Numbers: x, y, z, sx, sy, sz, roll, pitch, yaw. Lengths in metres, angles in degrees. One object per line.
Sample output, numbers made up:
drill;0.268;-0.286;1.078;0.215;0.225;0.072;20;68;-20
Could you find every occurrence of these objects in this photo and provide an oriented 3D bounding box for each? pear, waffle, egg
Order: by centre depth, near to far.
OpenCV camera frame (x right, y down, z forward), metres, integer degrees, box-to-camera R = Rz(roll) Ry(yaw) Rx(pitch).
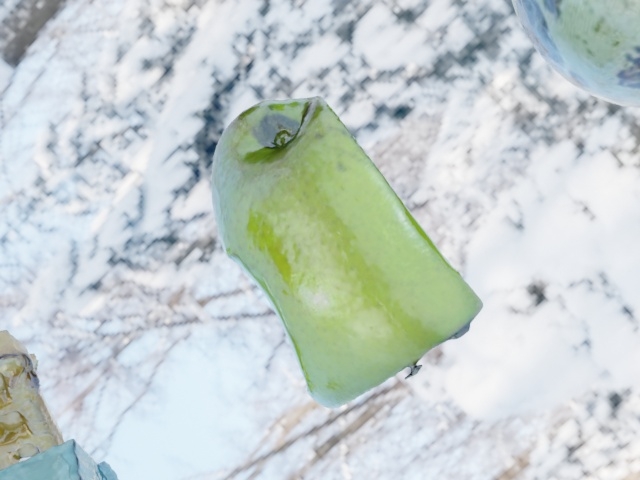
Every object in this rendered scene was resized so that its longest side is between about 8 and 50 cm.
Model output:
pear;0.000;0.000;1.164;0.281;0.176;0.286;54;-178;0
egg;0.313;-0.265;1.168;0.287;0.287;0.379;45;-147;-4
waffle;-0.564;0.260;1.835;0.304;0.348;0.077;83;175;-49

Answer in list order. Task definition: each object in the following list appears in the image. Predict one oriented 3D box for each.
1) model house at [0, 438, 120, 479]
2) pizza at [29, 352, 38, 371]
model house;-0.360;0.444;1.610;0.248;0.281;0.230;63;-176;-45
pizza;-0.531;0.235;2.075;0.161;0.182;0.062;4;137;45
